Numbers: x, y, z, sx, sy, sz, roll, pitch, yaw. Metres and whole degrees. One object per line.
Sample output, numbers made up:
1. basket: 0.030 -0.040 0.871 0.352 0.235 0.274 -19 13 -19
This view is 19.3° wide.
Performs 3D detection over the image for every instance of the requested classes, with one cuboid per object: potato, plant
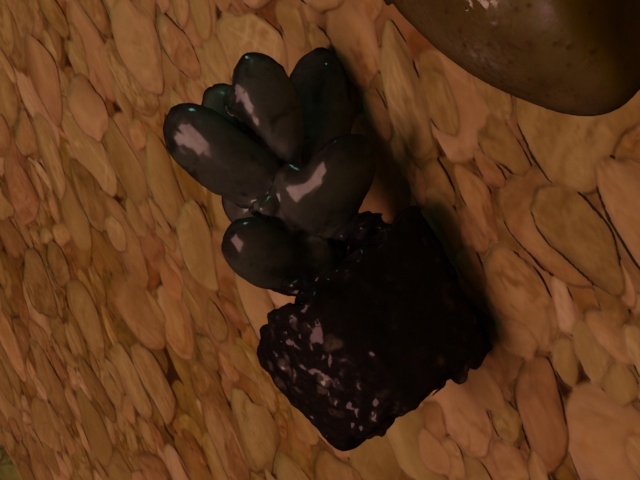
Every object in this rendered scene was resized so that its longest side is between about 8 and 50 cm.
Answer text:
1. potato: 0.106 -0.154 0.980 0.194 0.157 0.157 53 155 -2
2. plant: -0.001 0.002 1.299 0.149 0.146 0.274 -34 82 53
